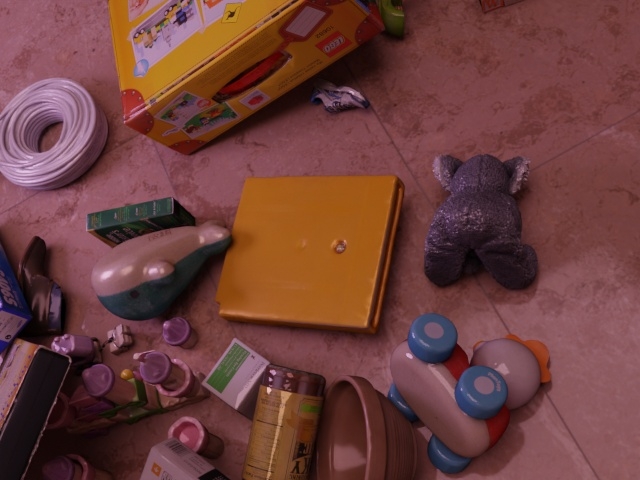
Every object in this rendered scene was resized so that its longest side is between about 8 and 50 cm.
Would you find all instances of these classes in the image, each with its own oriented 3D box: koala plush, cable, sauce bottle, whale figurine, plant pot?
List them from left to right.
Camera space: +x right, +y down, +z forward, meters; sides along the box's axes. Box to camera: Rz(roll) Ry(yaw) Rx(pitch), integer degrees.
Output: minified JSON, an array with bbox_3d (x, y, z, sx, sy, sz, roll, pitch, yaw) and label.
[{"bbox_3d":[-0.587,-0.227,1.822,0.257,0.089,0.257,27,77,25],"label":"cable"},{"bbox_3d":[-0.287,0.056,1.581,0.272,0.141,0.216,-24,18,-9],"label":"whale figurine"},{"bbox_3d":[-0.073,0.379,1.370,0.111,0.111,0.344,9,84,21],"label":"sauce bottle"},{"bbox_3d":[0.079,0.334,1.325,0.110,0.237,0.237,7,64,-19],"label":"plant pot"},{"bbox_3d":[0.273,-0.059,1.433,0.196,0.203,0.221,3,57,18],"label":"koala plush"}]

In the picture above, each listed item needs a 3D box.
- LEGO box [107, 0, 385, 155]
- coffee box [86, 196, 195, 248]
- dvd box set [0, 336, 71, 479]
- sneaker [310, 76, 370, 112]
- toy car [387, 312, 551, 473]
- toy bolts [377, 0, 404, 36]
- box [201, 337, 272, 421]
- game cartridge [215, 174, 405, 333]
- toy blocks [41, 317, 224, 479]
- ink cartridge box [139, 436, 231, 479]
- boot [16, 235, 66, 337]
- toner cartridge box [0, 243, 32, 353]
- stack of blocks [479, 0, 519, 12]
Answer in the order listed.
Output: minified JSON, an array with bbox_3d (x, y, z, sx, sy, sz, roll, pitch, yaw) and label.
[{"bbox_3d":[-0.169,-0.461,1.652,0.500,0.193,0.372,-27,61,26],"label":"LEGO box"},{"bbox_3d":[-0.350,-0.032,1.649,0.184,0.113,0.040,-10,68,12],"label":"coffee box"},{"bbox_3d":[-0.534,0.318,1.419,0.062,0.420,0.307,25,75,-21],"label":"dvd box set"},{"bbox_3d":[0.037,-0.276,1.673,0.135,0.052,0.058,23,86,32],"label":"sneaker"},{"bbox_3d":[0.255,0.208,1.336,0.238,0.219,0.210,-25,57,-27],"label":"toy car"},{"bbox_3d":[0.085,-0.544,1.684,0.158,0.218,0.228,-1,59,2],"label":"toy bolts"},{"bbox_3d":[-0.132,0.243,1.465,0.087,0.102,0.101,31,78,25],"label":"box"},{"bbox_3d":[-0.024,0.018,1.522,0.324,0.053,0.285,2,69,30],"label":"game cartridge"},{"bbox_3d":[-0.358,0.249,1.444,0.288,0.260,0.309,-20,63,9],"label":"toy blocks"},{"bbox_3d":[-0.244,0.515,1.349,0.176,0.069,0.371,30,108,24],"label":"ink cartridge box"},{"bbox_3d":[-0.552,0.096,1.692,0.106,0.082,0.219,6,64,-3],"label":"boot"},{"bbox_3d":[-0.693,0.092,1.666,0.165,0.075,0.348,-46,48,6],"label":"toner cartridge box"},{"bbox_3d":[0.434,-0.585,1.654,0.297,0.087,0.171,-18,63,9],"label":"stack of blocks"}]
